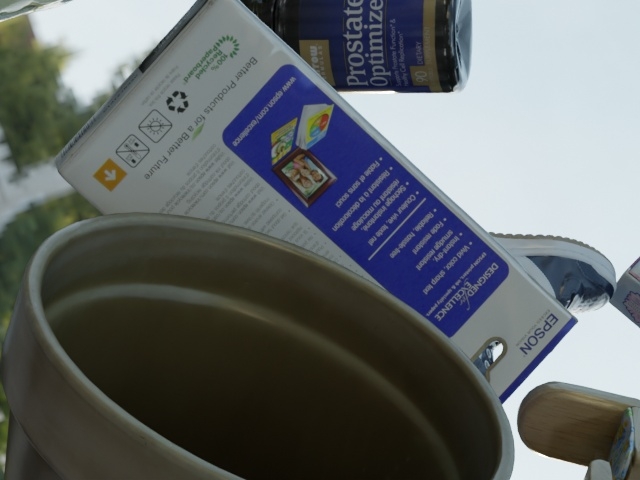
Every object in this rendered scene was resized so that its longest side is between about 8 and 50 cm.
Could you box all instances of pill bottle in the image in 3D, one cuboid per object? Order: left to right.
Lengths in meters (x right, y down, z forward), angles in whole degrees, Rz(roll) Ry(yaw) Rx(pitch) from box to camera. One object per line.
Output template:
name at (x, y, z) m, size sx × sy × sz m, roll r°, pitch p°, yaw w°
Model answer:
pill bottle at (0.029, -0.198, 1.785) m, size 0.123 × 0.219 × 0.123 m, roll 0°, pitch 90°, yaw -76°

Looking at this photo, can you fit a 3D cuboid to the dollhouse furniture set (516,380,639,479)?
dollhouse furniture set at (0.124, 0.348, 1.428) m, size 0.362 × 0.256 × 0.394 m, roll -78°, pitch -178°, yaw -61°

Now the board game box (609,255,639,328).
board game box at (0.506, 0.054, 1.908) m, size 0.318 × 0.318 × 0.066 m, roll 42°, pitch -30°, yaw 11°

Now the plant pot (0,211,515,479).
plant pot at (-0.076, 0.182, 1.216) m, size 0.323 × 0.323 × 0.280 m, roll 46°, pitch -57°, yaw 39°

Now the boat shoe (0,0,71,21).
boat shoe at (-0.312, -0.256, 1.782) m, size 0.094 × 0.302 × 0.109 m, roll -10°, pitch -82°, yaw 32°

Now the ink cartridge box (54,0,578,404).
ink cartridge box at (0.000, 0.000, 1.383) m, size 0.371 × 0.176 × 0.069 m, roll 42°, pitch 2°, yaw -15°

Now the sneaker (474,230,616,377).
sneaker at (0.152, 0.073, 1.641) m, size 0.099 × 0.282 × 0.153 m, roll -37°, pitch -128°, yaw 45°
